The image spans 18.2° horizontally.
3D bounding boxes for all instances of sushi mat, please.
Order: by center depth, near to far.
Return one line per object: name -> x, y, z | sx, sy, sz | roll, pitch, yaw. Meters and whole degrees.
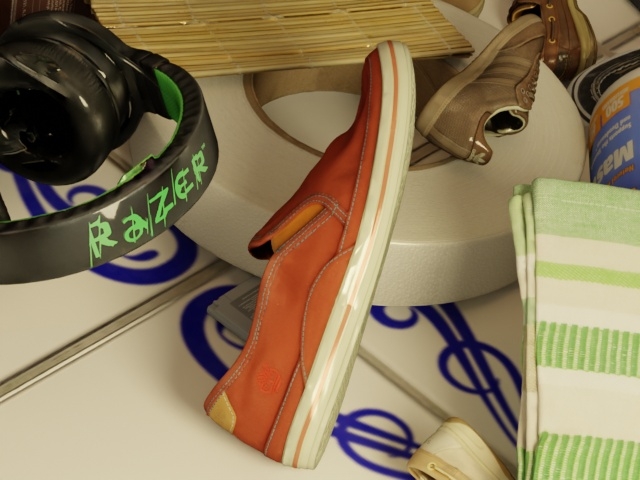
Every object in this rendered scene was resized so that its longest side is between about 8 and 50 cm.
sushi mat -> -0.038, -0.189, 1.715 | 0.316, 0.019, 0.151 | -7, 43, -23

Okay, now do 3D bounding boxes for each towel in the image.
towel -> 0.251, 0.117, 1.412 | 0.247, 0.038, 0.325 | 9, 63, -13

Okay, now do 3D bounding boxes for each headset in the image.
headset -> -0.259, -0.099, 1.524 | 0.394, 0.185, 0.243 | 18, 46, 41

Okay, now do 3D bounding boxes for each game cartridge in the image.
game cartridge -> -0.041, 0.051, 1.561 | 0.056, 0.017, 0.083 | 34, 45, 27

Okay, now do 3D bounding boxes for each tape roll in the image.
tape roll -> 0.030, -0.095, 1.693 | 0.392, 0.072, 0.392 | 9, 39, -7

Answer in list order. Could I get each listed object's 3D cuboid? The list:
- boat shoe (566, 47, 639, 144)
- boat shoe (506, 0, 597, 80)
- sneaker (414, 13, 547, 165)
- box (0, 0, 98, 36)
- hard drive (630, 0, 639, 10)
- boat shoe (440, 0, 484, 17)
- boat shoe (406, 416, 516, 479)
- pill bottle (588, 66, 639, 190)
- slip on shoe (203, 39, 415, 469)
boat shoe -> 0.369, -0.153, 1.798 | 0.301, 0.102, 0.108 | -6, 62, -6
boat shoe -> 0.209, -0.220, 1.898 | 0.060, 0.064, 0.178 | 0, 45, -18
sneaker -> 0.149, -0.121, 1.665 | 0.071, 0.066, 0.188 | 41, 49, 7
box -> -0.279, -0.258, 1.733 | 0.168, 0.167, 0.203 | 26, 42, 15
hard drive -> 0.415, -0.234, 1.976 | 0.172, 0.054, 0.255 | -17, 49, -30
boat shoe -> -0.006, -0.283, 1.876 | 0.341, 0.110, 0.122 | 14, 41, 1
boat shoe -> 0.127, 0.204, 1.405 | 0.059, 0.063, 0.170 | -36, 66, -15
pill bottle -> 0.295, -0.006, 1.606 | 0.152, 0.152, 0.272 | 10, 44, -4
slip on shoe -> 0.000, 0.000, 1.463 | 0.101, 0.123, 0.331 | 17, 77, 5
